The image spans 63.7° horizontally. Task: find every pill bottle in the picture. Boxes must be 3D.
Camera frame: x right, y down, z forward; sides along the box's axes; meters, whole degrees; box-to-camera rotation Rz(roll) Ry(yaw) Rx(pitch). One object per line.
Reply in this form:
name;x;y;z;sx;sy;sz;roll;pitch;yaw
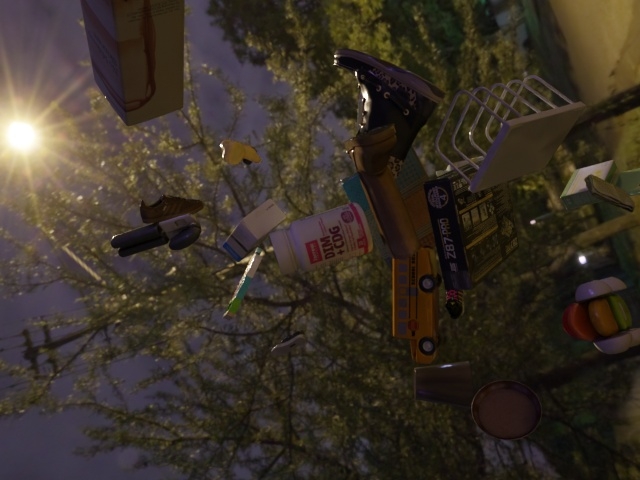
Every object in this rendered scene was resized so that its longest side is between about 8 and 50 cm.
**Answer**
pill bottle;0.000;0.000;1.546;0.160;0.283;0.160;162;90;-85
pill bottle;0.502;-0.227;1.795;0.103;0.184;0.103;-13;-90;-77

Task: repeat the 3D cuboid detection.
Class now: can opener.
can opener;-0.478;-0.003;1.495;0.095;0.283;0.076;-93;-18;-50

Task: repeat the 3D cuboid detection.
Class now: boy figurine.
boy figurine;-0.318;-0.348;2.057;0.177;0.092;0.285;22;-170;-4

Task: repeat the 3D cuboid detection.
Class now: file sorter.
file sorter;0.443;-0.268;1.243;0.277;0.193;0.173;-19;-125;-30

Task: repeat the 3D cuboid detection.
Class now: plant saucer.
plant saucer;0.470;0.433;1.304;0.168;0.168;0.029;-80;-27;-49

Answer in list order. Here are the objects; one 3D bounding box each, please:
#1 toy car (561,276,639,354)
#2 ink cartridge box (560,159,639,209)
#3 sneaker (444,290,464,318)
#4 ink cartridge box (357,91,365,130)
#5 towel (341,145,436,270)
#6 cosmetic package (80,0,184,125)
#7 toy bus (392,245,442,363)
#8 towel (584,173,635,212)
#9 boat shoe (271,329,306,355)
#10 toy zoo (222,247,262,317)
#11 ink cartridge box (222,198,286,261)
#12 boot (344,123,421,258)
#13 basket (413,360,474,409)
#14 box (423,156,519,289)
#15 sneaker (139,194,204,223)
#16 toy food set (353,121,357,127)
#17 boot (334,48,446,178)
toy car;0.627;0.175;1.168;0.182;0.136;0.159;-4;-109;-40
ink cartridge box;0.854;-0.177;1.520;0.171;0.235;0.056;-45;-72;-36
sneaker;0.467;0.201;1.804;0.075;0.063;0.170;-42;-56;-57
ink cartridge box;0.234;-0.505;2.003;0.128;0.176;0.127;92;-175;-45
towel;0.269;-0.111;1.761;0.370;0.271;0.040;59;-168;-12
cosmetic package;-0.333;-0.370;0.919;0.129;0.296;0.153;-30;-110;-28
toy bus;0.283;0.183;1.510;0.108;0.130;0.333;-5;-85;-68
towel;0.711;-0.118;1.268;0.110;0.027;0.148;26;-152;9
boat shoe;-0.112;0.364;1.834;0.049;0.142;0.040;49;-160;-35
toy zoo;-0.289;0.161;1.967;0.030;0.192;0.293;27;-108;-8
ink cartridge box;-0.220;-0.031;1.703;0.086;0.203;0.148;48;-125;-1
boot;0.142;-0.092;1.043;0.236;0.089;0.269;-106;-5;-82
basket;0.503;0.593;2.134;0.204;0.227;0.154;-83;-9;-45
box;0.465;-0.067;1.537;0.395;0.097;0.318;-26;-76;-47
sneaker;-0.434;-0.104;1.516;0.188;0.066;0.071;-19;-66;-30
toy food set;0.223;-0.535;2.160;0.038;0.132;0.192;101;-170;-58
boot;0.147;-0.376;1.500;0.377;0.284;0.138;33;-158;27
